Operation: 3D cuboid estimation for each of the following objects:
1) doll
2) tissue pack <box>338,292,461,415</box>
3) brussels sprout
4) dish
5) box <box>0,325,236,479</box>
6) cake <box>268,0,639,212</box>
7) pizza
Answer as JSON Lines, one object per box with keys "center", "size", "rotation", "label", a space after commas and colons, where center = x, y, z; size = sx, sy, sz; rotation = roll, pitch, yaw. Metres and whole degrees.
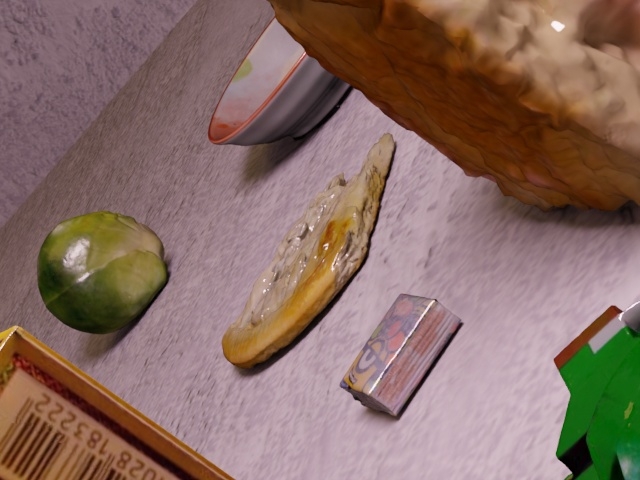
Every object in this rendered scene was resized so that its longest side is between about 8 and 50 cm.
{"center": [0.164, 0.099, 0.681], "size": [0.186, 0.106, 0.134], "rotation": [21, 81, 57], "label": "doll"}
{"center": [0.054, 0.078, 1.162], "size": [0.083, 0.035, 0.063], "rotation": [-56, 16, -11], "label": "tissue pack"}
{"center": [-0.261, 0.035, 1.950], "size": [0.117, 0.155, 0.155], "rotation": [-35, 23, 49], "label": "brussels sprout"}
{"center": [-0.015, -0.191, 1.849], "size": [0.260, 0.085, 0.260], "rotation": [-48, 18, 21], "label": "dish"}
{"center": [-0.086, 0.172, 0.863], "size": [0.193, 0.301, 0.084], "rotation": [-22, 34, 60], "label": "box"}
{"center": [0.137, -0.212, 1.067], "size": [0.307, 0.314, 0.293], "rotation": [-57, 15, -11], "label": "cake"}
{"center": [0.000, 0.000, 1.485], "size": [0.181, 0.034, 0.262], "rotation": [-29, 28, 56], "label": "pizza"}
